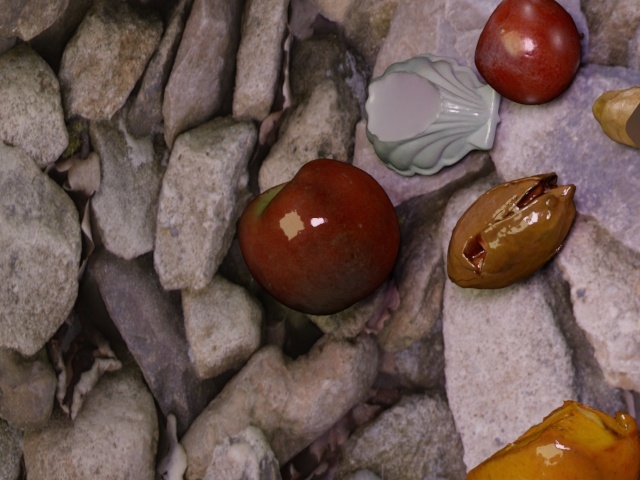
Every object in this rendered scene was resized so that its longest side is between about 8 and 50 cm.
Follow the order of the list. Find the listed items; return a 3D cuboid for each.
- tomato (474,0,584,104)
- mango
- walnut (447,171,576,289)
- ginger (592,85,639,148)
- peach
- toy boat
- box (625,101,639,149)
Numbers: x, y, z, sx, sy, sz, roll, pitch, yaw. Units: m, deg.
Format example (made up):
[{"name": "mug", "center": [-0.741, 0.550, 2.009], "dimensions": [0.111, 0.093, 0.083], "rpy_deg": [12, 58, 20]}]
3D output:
[{"name": "tomato", "center": [0.298, -0.276, 2.048], "dimensions": [0.167, 0.167, 0.167], "rpy_deg": [-7, 80, 44]}, {"name": "mango", "center": [0.297, 0.366, 1.947], "dimensions": [0.199, 0.201, 0.350], "rpy_deg": [-99, 32, -53]}, {"name": "walnut", "center": [0.277, -0.012, 2.054], "dimensions": [0.245, 0.137, 0.137], "rpy_deg": [-38, 59, 25]}, {"name": "ginger", "center": [0.552, -0.175, 1.816], "dimensions": [0.363, 0.122, 0.348], "rpy_deg": [-49, 58, 27]}, {"name": "peach", "center": [0.000, 0.000, 2.257], "dimensions": [0.252, 0.252, 0.252], "rpy_deg": [-7, 80, 44]}, {"name": "toy boat", "center": [0.153, -0.202, 2.218], "dimensions": [0.290, 0.100, 0.199], "rpy_deg": [5, 89, 47]}, {"name": "box", "center": [0.454, -0.139, 1.821], "dimensions": [0.091, 0.031, 0.126], "rpy_deg": [-61, 42, 31]}]
